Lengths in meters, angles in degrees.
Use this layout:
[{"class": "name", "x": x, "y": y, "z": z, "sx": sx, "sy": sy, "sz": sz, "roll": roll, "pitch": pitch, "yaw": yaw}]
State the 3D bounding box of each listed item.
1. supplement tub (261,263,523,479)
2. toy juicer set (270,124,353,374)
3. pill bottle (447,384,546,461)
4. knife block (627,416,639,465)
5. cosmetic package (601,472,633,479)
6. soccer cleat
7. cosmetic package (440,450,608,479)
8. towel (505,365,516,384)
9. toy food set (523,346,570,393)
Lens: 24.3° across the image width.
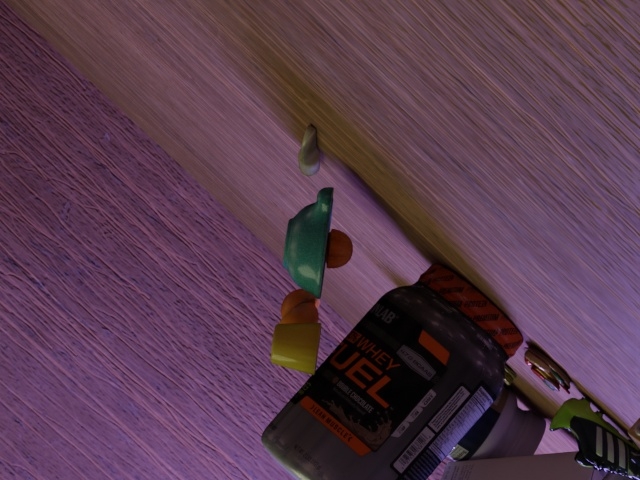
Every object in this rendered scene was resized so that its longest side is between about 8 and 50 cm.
[{"class": "supplement tub", "x": 0.100, "y": 0.208, "z": 1.974, "sx": 0.207, "sy": 0.338, "sz": 0.207, "roll": 41, "pitch": 173, "yaw": 6}, {"class": "toy juicer set", "x": 0.000, "y": 0.000, "z": 1.981, "sx": 0.090, "sy": 0.328, "sz": 0.209, "roll": 7, "pitch": -168, "yaw": 2}, {"class": "pill bottle", "x": 0.227, "y": 0.278, "z": 2.439, "sx": 0.265, "sy": 0.153, "sz": 0.153, "roll": 32, "pitch": 174, "yaw": -3}, {"class": "knife block", "x": 0.409, "y": 0.239, "z": 1.422, "sx": 0.276, "sy": 0.088, "sz": 0.242, "roll": 35, "pitch": 171, "yaw": 50}, {"class": "cosmetic package", "x": 0.473, "y": 0.407, "z": 2.023, "sx": 0.231, "sy": 0.117, "sz": 0.085, "roll": 41, "pitch": 175, "yaw": 7}, {"class": "soccer cleat", "x": 0.381, "y": 0.282, "z": 1.955, "sx": 0.179, "sy": 0.072, "sz": 0.060, "roll": 42, "pitch": 174, "yaw": 9}, {"class": "cosmetic package", "x": 0.335, "y": 0.426, "z": 2.319, "sx": 0.296, "sy": 0.129, "sz": 0.153, "roll": -15, "pitch": 131, "yaw": 42}, {"class": "towel", "x": 0.224, "y": 0.158, "z": 2.362, "sx": 0.102, "sy": 0.021, "sz": 0.237, "roll": 49, "pitch": 172, "yaw": -24}, {"class": "toy food set", "x": 0.299, "y": 0.172, "z": 1.965, "sx": 0.082, "sy": 0.020, "sz": 0.083, "roll": 43, "pitch": 173, "yaw": -3}]
